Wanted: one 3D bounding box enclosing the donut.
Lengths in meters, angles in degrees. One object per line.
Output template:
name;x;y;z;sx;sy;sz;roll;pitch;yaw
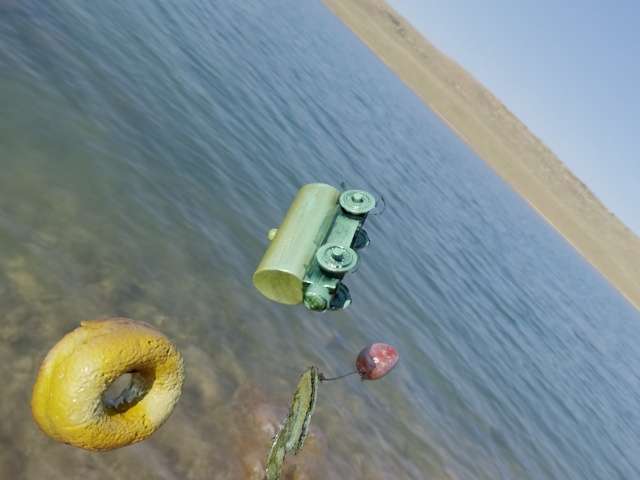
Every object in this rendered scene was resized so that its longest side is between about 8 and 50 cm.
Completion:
donut;-0.257;0.190;0.659;0.075;0.174;0.190;11;-13;39

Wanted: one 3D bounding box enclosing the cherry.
cherry;0.105;0.329;1.324;0.107;0.226;0.090;149;-76;-71

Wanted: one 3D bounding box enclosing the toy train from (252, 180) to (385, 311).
toy train;-0.001;-0.006;0.932;0.190;0.126;0.307;20;45;4

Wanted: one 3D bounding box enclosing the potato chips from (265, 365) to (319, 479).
potato chips;-0.049;0.330;0.907;0.029;0.219;0.202;22;31;-9
